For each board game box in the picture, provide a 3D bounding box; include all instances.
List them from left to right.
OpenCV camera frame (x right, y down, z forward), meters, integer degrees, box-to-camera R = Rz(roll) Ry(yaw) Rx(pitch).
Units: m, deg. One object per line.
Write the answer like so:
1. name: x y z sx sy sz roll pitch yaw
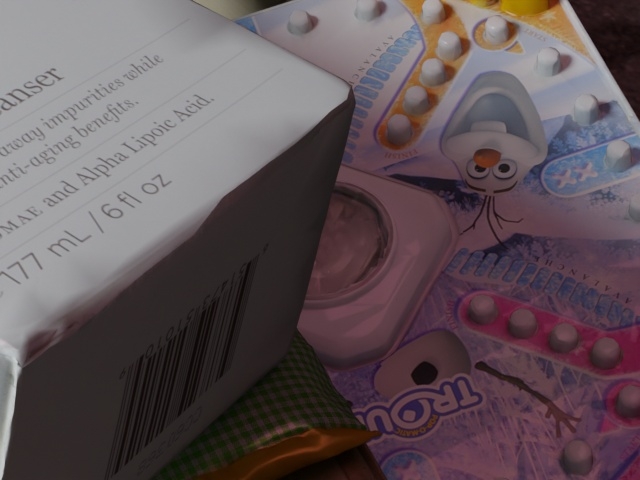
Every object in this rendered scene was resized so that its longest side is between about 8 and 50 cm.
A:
1. board game box: 0.000 0.000 0.813 0.390 0.050 0.390 -18 53 -4

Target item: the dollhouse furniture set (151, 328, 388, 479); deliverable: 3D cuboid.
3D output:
1. dollhouse furniture set: -0.142 0.091 0.643 0.302 0.151 0.197 -30 54 -5

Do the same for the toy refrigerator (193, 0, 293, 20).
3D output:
1. toy refrigerator: -0.003 -0.172 1.043 0.094 0.102 0.269 -24 54 -30

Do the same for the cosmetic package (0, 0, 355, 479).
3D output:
1. cosmetic package: -0.208 -0.046 0.607 0.385 0.156 0.217 30 40 16
